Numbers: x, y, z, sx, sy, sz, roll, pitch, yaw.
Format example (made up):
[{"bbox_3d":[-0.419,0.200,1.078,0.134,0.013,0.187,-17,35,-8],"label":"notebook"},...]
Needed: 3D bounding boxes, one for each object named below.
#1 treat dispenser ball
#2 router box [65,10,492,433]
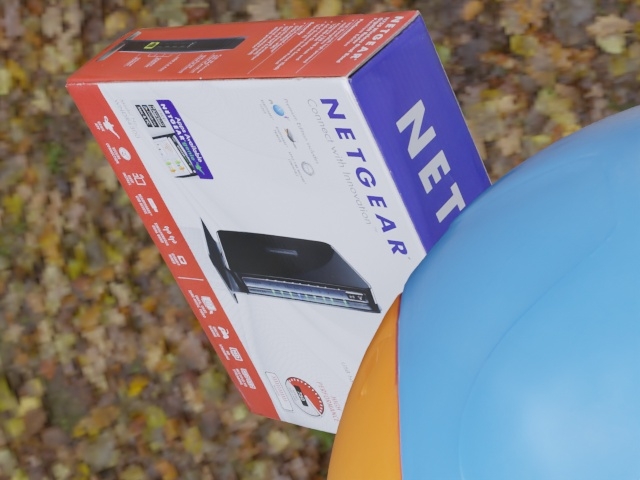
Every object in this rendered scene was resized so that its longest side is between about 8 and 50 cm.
[{"bbox_3d":[0.143,0.094,0.438,0.288,0.288,0.288,8,103,35],"label":"treat dispenser ball"},{"bbox_3d":[0.000,0.000,1.040,0.301,0.082,0.335,5,130,47],"label":"router box"}]
